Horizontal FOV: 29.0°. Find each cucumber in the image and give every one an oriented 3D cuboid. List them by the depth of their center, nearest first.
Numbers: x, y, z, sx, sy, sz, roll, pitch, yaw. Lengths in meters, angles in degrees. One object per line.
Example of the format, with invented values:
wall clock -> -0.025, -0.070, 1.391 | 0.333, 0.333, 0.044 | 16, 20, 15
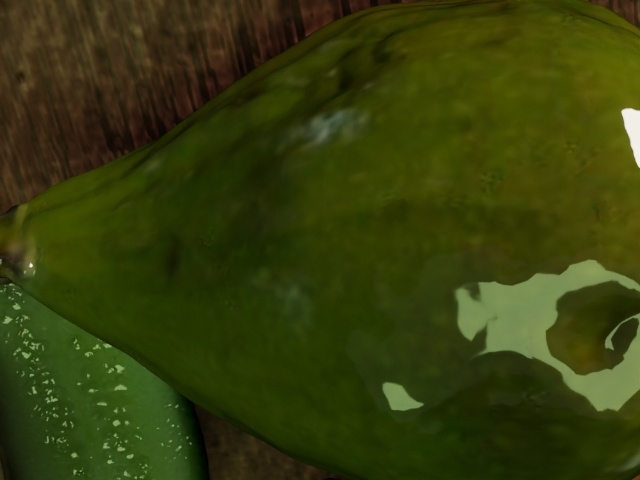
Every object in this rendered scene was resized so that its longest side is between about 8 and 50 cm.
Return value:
cucumber -> -0.122, 0.103, 0.680 | 0.115, 0.063, 0.244 | -10, 121, -3

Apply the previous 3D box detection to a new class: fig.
fig -> 0.024, -0.018, 0.534 | 0.314, 0.233, 0.233 | 27, 118, 2

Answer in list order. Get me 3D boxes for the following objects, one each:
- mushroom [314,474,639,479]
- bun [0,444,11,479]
mushroom -> 0.081, 0.185, 0.622 | 0.267, 0.267, 0.255 | -6, 128, 2
bun -> -0.232, 0.173, 0.569 | 0.202, 0.364, 0.364 | -10, 122, -14
